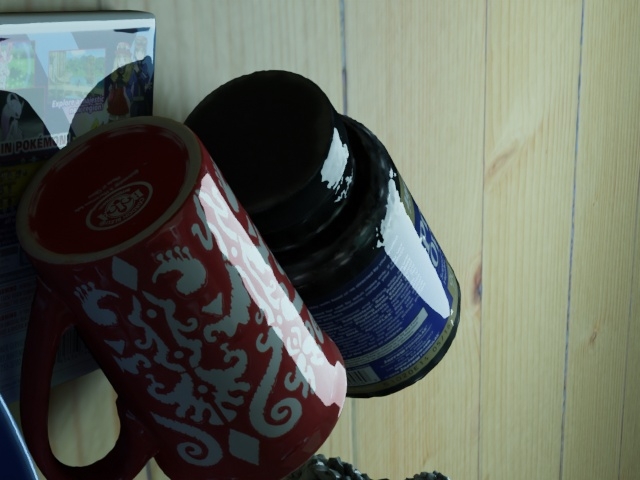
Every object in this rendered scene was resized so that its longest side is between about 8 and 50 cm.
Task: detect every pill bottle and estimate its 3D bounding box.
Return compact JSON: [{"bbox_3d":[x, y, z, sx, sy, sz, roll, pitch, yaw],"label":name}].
[{"bbox_3d":[0.000,0.000,0.760,0.122,0.123,0.219,-67,151,-21],"label":"pill bottle"}]

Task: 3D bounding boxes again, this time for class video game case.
[{"bbox_3d":[-0.147,-0.013,0.590,0.201,0.023,0.183,-18,116,-58],"label":"video game case"}]

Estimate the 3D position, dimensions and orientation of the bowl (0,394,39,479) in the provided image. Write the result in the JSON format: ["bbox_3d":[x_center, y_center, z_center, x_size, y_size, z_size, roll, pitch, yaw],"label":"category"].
[{"bbox_3d":[-0.215,0.153,0.343,0.391,0.077,0.391,37,47,-53],"label":"bowl"}]

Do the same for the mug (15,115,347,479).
[{"bbox_3d":[-0.073,0.044,0.608,0.150,0.113,0.169,-61,144,-32],"label":"mug"}]

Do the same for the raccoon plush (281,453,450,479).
[{"bbox_3d":[-0.041,0.299,0.731,0.446,0.216,0.299,-9,100,-60],"label":"raccoon plush"}]
